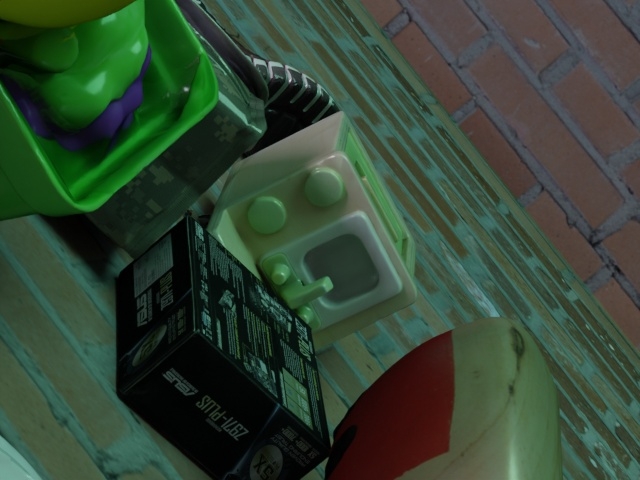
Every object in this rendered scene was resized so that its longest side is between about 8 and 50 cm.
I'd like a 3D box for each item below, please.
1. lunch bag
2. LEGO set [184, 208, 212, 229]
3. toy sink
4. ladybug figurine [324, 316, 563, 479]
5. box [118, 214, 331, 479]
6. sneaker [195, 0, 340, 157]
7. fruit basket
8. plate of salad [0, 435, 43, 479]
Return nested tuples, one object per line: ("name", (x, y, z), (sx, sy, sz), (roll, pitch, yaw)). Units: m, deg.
("lunch bag", (-0.170, -0.139, 1.606), (0.235, 0.169, 0.287), (44, 8, -10))
("LEGO set", (-0.097, -0.017, 1.789), (0.083, 0.023, 0.054), (43, 16, -25))
("toy sink", (0.000, 0.000, 1.759), (0.153, 0.131, 0.234), (61, 12, -13))
("ladybug figurine", (0.089, 0.214, 1.388), (0.449, 0.162, 0.305), (-64, 150, -76))
("box", (-0.074, 0.089, 1.489), (0.147, 0.077, 0.180), (43, 16, -25))
("sneaker", (-0.092, -0.184, 2.065), (0.281, 0.106, 0.162), (34, 19, -46))
("fruit basket", (-0.183, -0.209, 1.213), (0.392, 0.392, 0.283), (49, 30, -5))
("plate of salad", (-0.176, 0.176, 1.032), (0.200, 0.048, 0.200), (50, 21, -28))
